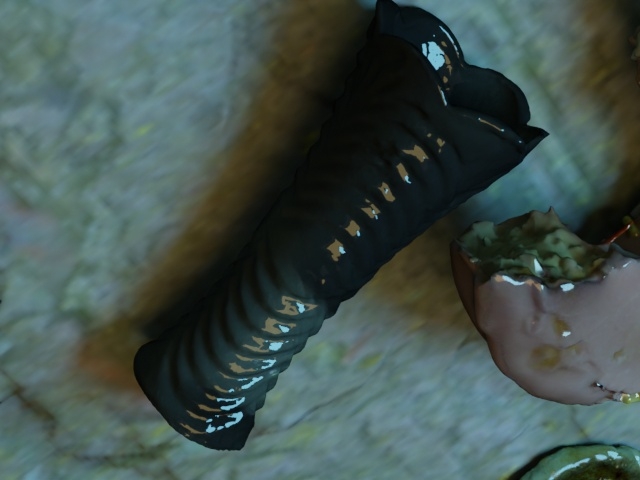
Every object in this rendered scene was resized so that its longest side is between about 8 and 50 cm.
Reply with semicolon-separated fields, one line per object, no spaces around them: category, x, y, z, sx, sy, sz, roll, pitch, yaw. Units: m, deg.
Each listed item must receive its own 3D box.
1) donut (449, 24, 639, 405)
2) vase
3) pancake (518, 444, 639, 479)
donut;0.176;-0.016;0.880;0.233;0.085;0.199;-48;136;3
vase;0.000;0.000;0.845;0.115;0.115;0.237;29;113;-29
pancake;0.163;0.179;1.047;0.129;0.022;0.116;-16;124;-13
